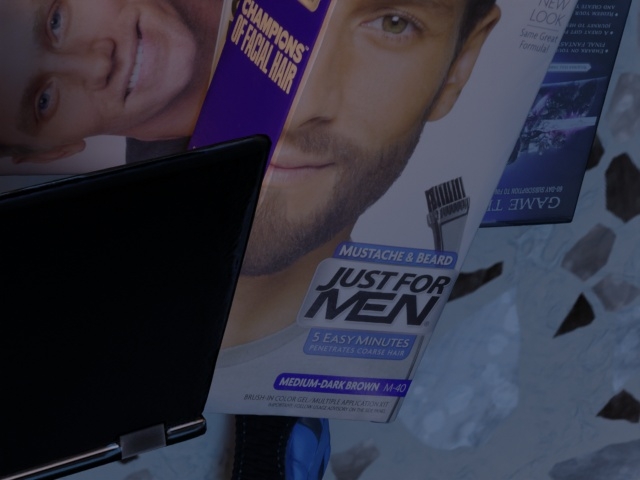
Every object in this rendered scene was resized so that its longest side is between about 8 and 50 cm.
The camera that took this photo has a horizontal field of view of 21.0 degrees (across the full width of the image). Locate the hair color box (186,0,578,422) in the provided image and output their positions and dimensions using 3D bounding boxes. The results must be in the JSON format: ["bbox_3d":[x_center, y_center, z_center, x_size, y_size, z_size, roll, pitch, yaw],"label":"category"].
[{"bbox_3d":[0.014,-0.046,1.153,0.185,0.110,0.338,6,115,-33],"label":"hair color box"}]

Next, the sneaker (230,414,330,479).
[{"bbox_3d":[-0.024,0.143,1.409,0.082,0.069,0.209,-22,124,-60],"label":"sneaker"}]

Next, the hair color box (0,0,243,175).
[{"bbox_3d":[-0.133,-0.138,1.145,0.347,0.105,0.173,-2,118,-29],"label":"hair color box"}]

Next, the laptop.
[{"bbox_3d":[-0.272,0.042,0.999,0.382,0.408,0.236,-14,112,-24],"label":"laptop"}]

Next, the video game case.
[{"bbox_3d":[0.149,-0.136,1.367,0.196,0.026,0.274,-3,119,-29],"label":"video game case"}]
